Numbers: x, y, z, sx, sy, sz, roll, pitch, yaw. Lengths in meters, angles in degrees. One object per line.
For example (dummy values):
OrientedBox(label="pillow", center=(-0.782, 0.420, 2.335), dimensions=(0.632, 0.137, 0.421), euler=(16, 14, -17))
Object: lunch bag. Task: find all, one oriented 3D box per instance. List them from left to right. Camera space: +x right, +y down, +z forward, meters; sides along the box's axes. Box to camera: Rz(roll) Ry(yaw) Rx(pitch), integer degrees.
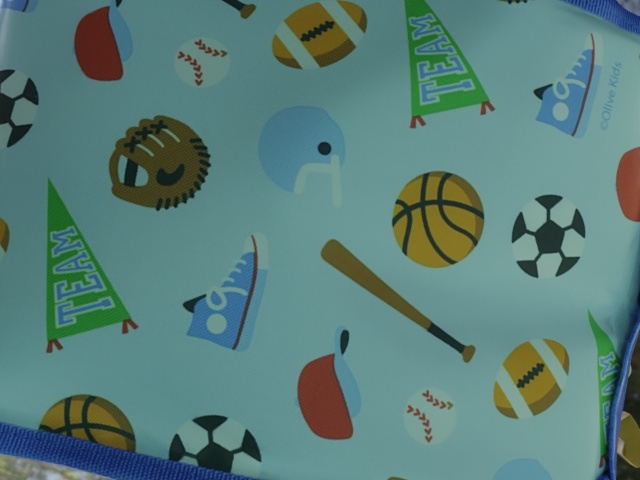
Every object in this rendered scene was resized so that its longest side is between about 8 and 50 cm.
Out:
OrientedBox(label="lunch bag", center=(0.000, 0.000, 0.624), dimensions=(0.239, 0.385, 0.328), euler=(61, -142, -80))

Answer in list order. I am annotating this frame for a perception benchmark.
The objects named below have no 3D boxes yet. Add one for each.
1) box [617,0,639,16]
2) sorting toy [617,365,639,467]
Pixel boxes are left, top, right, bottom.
OrientedBox(label="box", center=(0.218, -0.217, 0.628), dimensions=(0.093, 0.158, 0.156), euler=(-15, -99, -5))
OrientedBox(label="sorting toy", center=(0.251, 0.169, 1.220), dimensions=(0.229, 0.041, 0.307), euler=(-34, -82, -7))
